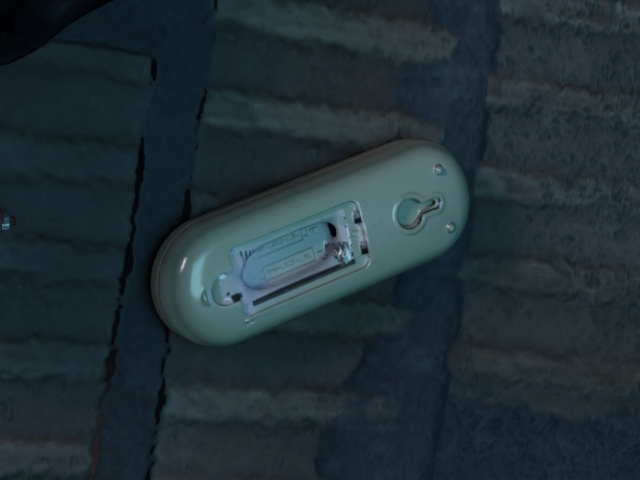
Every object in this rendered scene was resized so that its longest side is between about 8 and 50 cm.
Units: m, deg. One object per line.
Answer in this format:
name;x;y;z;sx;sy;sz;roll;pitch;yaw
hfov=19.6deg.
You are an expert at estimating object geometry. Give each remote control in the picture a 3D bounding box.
remote control;0.000;0.000;1.112;0.221;0.042;0.078;-22;107;-27

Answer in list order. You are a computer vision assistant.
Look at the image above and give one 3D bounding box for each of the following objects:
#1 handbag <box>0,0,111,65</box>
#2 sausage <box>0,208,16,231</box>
handbag;-0.103;-0.241;0.988;0.254;0.088;0.211;-30;114;-20
sausage;-0.262;-0.011;0.957;0.223;0.029;0.029;0;98;-31
